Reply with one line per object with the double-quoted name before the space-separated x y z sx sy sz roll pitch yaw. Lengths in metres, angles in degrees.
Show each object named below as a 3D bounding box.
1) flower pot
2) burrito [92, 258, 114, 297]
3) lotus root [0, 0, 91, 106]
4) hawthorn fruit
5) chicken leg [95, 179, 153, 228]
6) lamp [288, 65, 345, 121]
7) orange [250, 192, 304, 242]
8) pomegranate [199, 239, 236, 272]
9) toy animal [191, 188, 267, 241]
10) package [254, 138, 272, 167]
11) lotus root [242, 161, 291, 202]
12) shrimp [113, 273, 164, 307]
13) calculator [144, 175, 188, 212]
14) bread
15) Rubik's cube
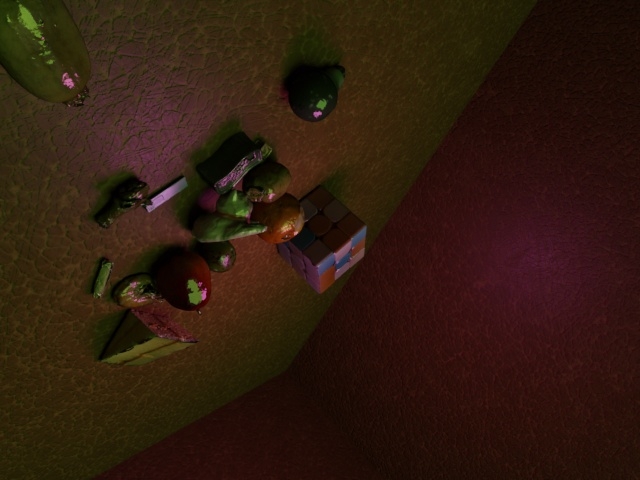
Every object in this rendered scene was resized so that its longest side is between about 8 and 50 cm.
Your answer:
"flower pot" -0.323 -0.277 1.762 0.229 0.108 0.103 -43 159 -8
"burrito" -0.772 0.135 1.734 0.045 0.041 0.185 21 119 -22
"lotus root" -0.579 -0.397 1.019 0.169 0.151 0.342 -39 154 -18
"hawthorn fruit" -0.532 0.181 1.964 0.224 0.260 0.224 -28 -177 1
"chicken leg" -0.621 -0.111 1.542 0.196 0.080 0.125 -39 170 -17
"lamp" -0.002 -0.554 1.835 0.182 0.182 0.314 -62 172 34
"orange" -0.191 -0.103 2.151 0.240 0.240 0.240 -39 157 -20
"pomegranate" -0.426 0.044 2.081 0.159 0.159 0.205 97 16 -56
"toy animal" -0.383 -0.095 1.888 0.266 0.188 0.308 -25 -162 -12
"package" -0.251 -0.325 1.891 0.131 0.047 0.071 -50 161 3
"lotus root" -0.209 -0.235 1.947 0.284 0.160 0.146 -59 170 -57
"shrimp" -0.702 0.200 1.957 0.152 0.063 0.287 -62 155 7
"calculator" -0.535 -0.159 1.690 0.172 0.018 0.057 -39 158 -20
"bread" -0.758 0.487 2.131 0.405 0.242 0.346 -55 154 9
"Rubik's cube" 0.000 0.000 2.512 0.344 0.347 0.346 -39 158 -18
